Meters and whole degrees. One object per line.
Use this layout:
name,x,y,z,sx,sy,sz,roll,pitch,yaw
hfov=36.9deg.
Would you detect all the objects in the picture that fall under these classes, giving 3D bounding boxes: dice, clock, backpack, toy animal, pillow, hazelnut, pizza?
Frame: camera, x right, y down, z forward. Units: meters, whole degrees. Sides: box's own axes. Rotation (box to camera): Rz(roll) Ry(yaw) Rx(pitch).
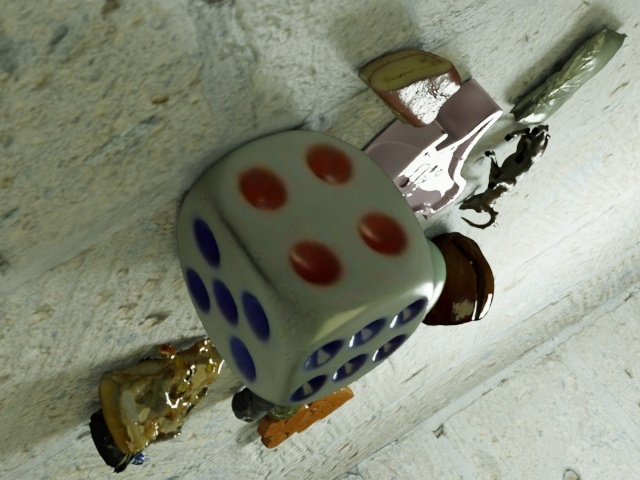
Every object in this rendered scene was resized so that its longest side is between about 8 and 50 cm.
dice,-0.027,0.043,1.402,0.277,0.304,0.304,-22,154,-29
clock,0.190,-0.146,1.631,0.290,0.080,0.275,-45,156,27
backpack,-0.358,0.343,1.814,0.165,0.106,0.120,-39,142,-38
toy animal,0.373,-0.124,1.909,0.243,0.087,0.260,-38,161,7
pillow,0.456,-0.296,1.747,0.230,0.050,0.148,-44,166,25
hazelnut,0.273,0.085,2.101,0.218,0.218,0.234,-38,177,6
pizza,-0.270,0.272,1.756,0.297,0.071,0.189,-22,114,-46

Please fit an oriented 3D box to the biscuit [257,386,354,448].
biscuit,-0.036,0.448,2.562,0.306,0.043,0.284,-15,148,-36

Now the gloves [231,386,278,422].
gloves,-0.096,0.302,2.127,0.285,0.119,0.142,-57,-179,36

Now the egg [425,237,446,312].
egg,0.105,0.084,1.811,0.283,0.203,0.203,-22,156,-15

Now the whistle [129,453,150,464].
whistle,-0.409,0.482,2.126,0.083,0.029,0.033,15,112,-54

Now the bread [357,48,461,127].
bread,0.139,-0.230,1.399,0.119,0.067,0.192,-31,158,12

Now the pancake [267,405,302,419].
pancake,-0.090,0.408,2.389,0.108,0.017,0.108,-10,131,-11
